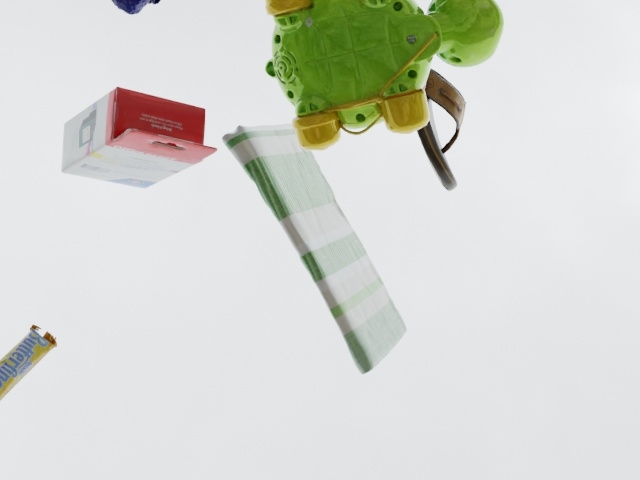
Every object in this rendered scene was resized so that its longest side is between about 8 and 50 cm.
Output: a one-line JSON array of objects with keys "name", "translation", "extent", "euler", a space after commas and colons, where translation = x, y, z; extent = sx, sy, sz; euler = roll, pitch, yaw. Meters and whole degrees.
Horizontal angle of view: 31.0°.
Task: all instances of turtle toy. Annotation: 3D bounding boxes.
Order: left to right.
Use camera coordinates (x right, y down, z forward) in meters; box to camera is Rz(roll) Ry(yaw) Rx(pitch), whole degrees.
[{"name": "turtle toy", "translation": [0.032, -0.104, 0.614], "extent": [0.130, 0.066, 0.095], "euler": [-9, -79, 16]}]

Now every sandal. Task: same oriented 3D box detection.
[{"name": "sandal", "translation": [0.127, -0.164, 1.265], "extent": [0.060, 0.090, 0.219], "euler": [-12, -93, 11]}]

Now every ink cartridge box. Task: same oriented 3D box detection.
[{"name": "ink cartridge box", "translation": [-0.245, -0.140, 1.559], "extent": [0.134, 0.231, 0.078], "euler": [11, -106, -33]}]

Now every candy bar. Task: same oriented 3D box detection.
[{"name": "candy bar", "translation": [-0.337, 0.140, 1.250], "extent": [0.040, 0.018, 0.161], "euler": [32, -148, 3]}]

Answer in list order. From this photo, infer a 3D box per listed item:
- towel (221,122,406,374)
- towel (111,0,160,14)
[{"name": "towel", "translation": [0.000, 0.000, 1.444], "extent": [0.038, 0.248, 0.325], "euler": [-29, -92, 15]}, {"name": "towel", "translation": [-0.207, -0.474, 1.527], "extent": [0.076, 0.308, 0.227], "euler": [2, -123, -39]}]
